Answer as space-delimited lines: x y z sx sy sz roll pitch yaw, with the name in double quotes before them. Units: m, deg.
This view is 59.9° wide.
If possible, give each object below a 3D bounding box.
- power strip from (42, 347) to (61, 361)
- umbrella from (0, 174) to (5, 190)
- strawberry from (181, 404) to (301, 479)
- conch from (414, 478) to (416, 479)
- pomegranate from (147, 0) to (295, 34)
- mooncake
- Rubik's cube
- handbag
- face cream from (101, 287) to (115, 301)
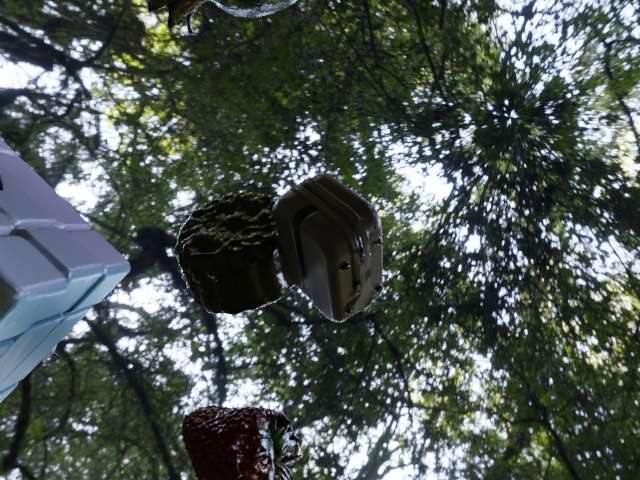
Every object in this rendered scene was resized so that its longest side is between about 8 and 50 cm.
"power strip" -0.804 0.251 1.484 0.253 0.060 0.027 40 -32 -22
"umbrella" -0.309 -0.172 0.455 0.044 0.044 0.268 -2 -73 31
"strawberry" -0.195 0.519 1.358 0.258 0.261 0.260 -14 -83 25
"conch" 0.143 0.393 0.754 0.088 0.065 0.180 -21 -71 -8
"pomegranate" -0.138 -0.447 0.914 0.231 0.231 0.285 37 -81 8
"mooncake" -0.203 0.020 1.390 0.324 0.324 0.187 1 -52 19
"Rubik's cube" -0.481 0.044 0.640 0.319 0.316 0.322 45 -91 -2
"handbag" 0.000 0.000 1.165 0.283 0.149 0.301 45 -21 33
"face cream" -0.654 0.119 1.397 0.285 0.139 0.067 -1 -97 21
